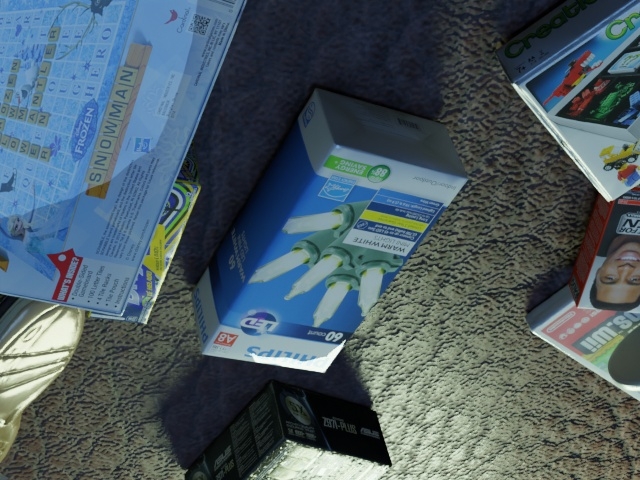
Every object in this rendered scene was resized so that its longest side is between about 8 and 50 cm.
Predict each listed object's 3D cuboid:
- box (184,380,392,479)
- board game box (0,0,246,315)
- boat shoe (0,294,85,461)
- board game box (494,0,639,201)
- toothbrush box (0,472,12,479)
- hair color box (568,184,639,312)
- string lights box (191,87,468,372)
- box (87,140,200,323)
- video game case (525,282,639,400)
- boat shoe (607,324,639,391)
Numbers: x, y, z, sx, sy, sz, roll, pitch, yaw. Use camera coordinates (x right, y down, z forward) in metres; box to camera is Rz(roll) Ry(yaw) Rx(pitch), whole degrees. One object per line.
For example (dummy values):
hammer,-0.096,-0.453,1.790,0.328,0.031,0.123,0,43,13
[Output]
box,-0.038,0.250,1.258,0.147,0.077,0.180,20,126,-32
board game box,-0.235,-0.121,0.779,0.318,0.066,0.318,14,113,-28
boat shoe,-0.300,0.114,1.032,0.103,0.092,0.285,-10,146,-43
board game box,0.321,-0.175,0.952,0.305,0.053,0.193,-34,134,17
toothbrush box,-0.407,0.244,0.959,0.283,0.206,0.122,28,132,13
hair color box,0.293,0.001,1.109,0.072,0.043,0.141,4,126,-7
string lights box,0.000,0.000,1.017,0.133,0.076,0.259,12,130,-28
box,-0.153,-0.007,0.978,0.054,0.059,0.169,9,131,-21
video game case,0.382,0.086,1.255,0.204,0.025,0.285,-40,132,23
boat shoe,0.415,0.107,1.210,0.228,0.079,0.081,-28,131,8
